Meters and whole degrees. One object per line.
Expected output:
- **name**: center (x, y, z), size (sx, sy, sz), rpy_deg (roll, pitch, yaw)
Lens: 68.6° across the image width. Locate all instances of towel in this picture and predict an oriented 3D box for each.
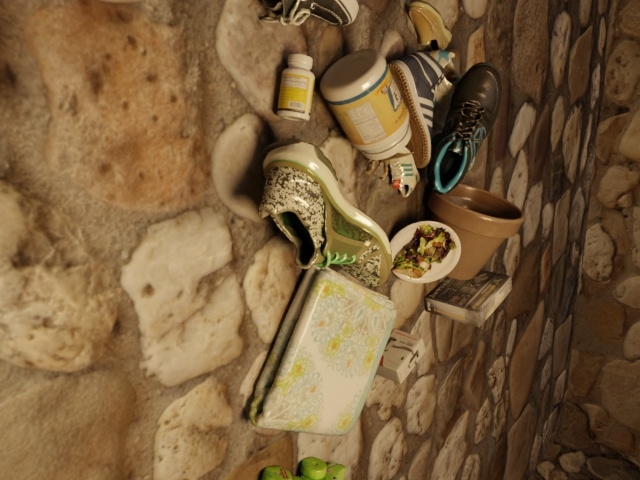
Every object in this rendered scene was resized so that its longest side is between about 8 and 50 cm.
- **towel**: center (0.019, 0.267, 1.105), size (0.320, 0.090, 0.374), rpy_deg (31, 77, -43)

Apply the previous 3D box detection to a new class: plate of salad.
- **plate of salad**: center (0.280, 0.040, 1.263), size (0.048, 0.200, 0.199), rpy_deg (-88, 164, -60)

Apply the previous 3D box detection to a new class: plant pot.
- **plant pot**: center (0.418, -0.017, 1.360), size (0.263, 0.263, 0.229), rpy_deg (-15, 128, -44)

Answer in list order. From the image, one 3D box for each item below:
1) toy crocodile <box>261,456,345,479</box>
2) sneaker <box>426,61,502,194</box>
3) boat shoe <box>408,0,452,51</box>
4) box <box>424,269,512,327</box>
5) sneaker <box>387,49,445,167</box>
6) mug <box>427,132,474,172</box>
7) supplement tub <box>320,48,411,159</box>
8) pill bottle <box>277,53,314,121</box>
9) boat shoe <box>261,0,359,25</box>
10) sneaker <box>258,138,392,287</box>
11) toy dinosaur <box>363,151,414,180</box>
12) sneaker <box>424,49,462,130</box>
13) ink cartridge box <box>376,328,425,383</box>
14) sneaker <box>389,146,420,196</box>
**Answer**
- **toy crocodile**: center (-0.050, 0.596, 1.098), size (0.341, 0.105, 0.115), rpy_deg (15, 89, -48)
- **sneaker**: center (0.367, -0.270, 1.176), size (0.139, 0.125, 0.340), rpy_deg (-48, 155, -69)
- **boat shoe**: center (0.274, -0.530, 1.187), size (0.190, 0.068, 0.072), rpy_deg (16, 99, -48)
- **box**: center (0.469, 0.169, 1.483), size (0.231, 0.183, 0.056), rpy_deg (-33, 123, -38)
- **sneaker**: center (0.255, -0.335, 1.188), size (0.153, 0.099, 0.282), rpy_deg (-41, 125, -30)
- **mug**: center (0.389, -0.252, 1.352), size (0.157, 0.097, 0.129), rpy_deg (-57, 134, -20)
- **supplement tub**: center (0.103, -0.286, 1.005), size (0.144, 0.144, 0.199), rpy_deg (-57, 134, -20)
- **pill bottle**: center (-0.046, -0.293, 0.904), size (0.065, 0.065, 0.116), rpy_deg (2, 99, -47)
- **boat shoe**: center (-0.062, -0.434, 0.818), size (0.306, 0.113, 0.105), rpy_deg (11, 98, -45)
- **sneaker**: center (0.000, 0.000, 0.945), size (0.410, 0.158, 0.182), rpy_deg (47, 51, -34)
- **toy dinosaur**: center (0.143, -0.191, 1.085), size (0.053, 0.183, 0.092), rpy_deg (18, 103, -19)
- **sneaker**: center (0.329, -0.394, 1.256), size (0.087, 0.092, 0.228), rpy_deg (-51, 133, -28)
- **ink cartridge box**: center (0.216, 0.322, 1.315), size (0.135, 0.099, 0.056), rpy_deg (-42, 126, -33)
- **sneaker**: center (0.206, -0.177, 1.206), size (0.161, 0.057, 0.075), rpy_deg (50, 58, -44)
